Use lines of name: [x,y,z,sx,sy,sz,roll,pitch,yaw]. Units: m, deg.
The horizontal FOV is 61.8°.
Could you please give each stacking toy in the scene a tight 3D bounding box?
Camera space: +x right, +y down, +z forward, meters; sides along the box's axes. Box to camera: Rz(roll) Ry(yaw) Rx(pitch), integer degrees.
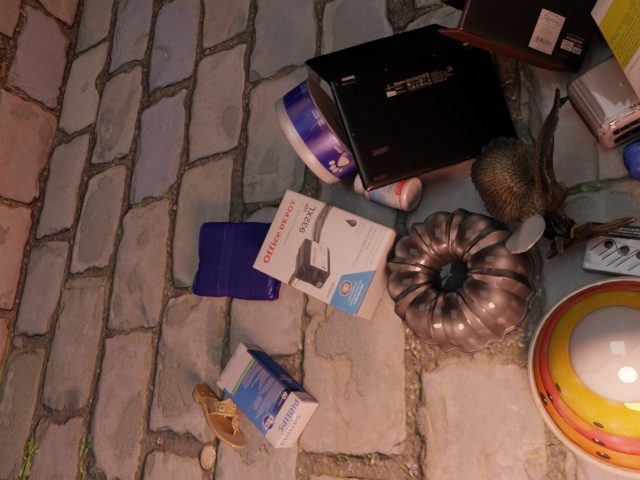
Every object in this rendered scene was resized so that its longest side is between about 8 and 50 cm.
stacking toy: [0.447,0.178,0.796,0.350,0.480,0.351,-12,66,30]

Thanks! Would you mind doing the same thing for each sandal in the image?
sandal: [-0.261,0.442,1.422,0.240,0.088,0.079,36,101,42]

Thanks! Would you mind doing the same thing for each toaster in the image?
toaster: [0.609,-0.291,1.078,0.227,0.129,0.146,-28,62,21]

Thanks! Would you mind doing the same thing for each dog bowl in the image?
dog bowl: [0.003,-0.282,1.393,0.104,0.265,0.265,-32,58,19]

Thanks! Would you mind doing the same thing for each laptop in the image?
laptop: [0.208,-0.352,1.323,0.382,0.236,0.408,-18,88,-5]

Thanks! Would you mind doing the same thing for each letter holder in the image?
letter holder: [0.413,-0.490,1.183,0.214,0.301,0.152,-125,49,-67]

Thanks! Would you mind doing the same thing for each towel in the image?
towel: [-0.233,0.058,1.556,0.308,0.076,0.228,0,81,33]

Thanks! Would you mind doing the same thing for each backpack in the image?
backpack: [0.649,-0.155,1.021,0.120,0.098,0.101,-11,71,29]

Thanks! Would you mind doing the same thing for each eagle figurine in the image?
eagle figurine: [0.437,-0.118,1.078,0.226,0.225,0.298,-27,80,15]

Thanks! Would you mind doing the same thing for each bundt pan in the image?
bundt pan: [0.285,0.077,1.166,0.330,0.124,0.331,-12,68,31]

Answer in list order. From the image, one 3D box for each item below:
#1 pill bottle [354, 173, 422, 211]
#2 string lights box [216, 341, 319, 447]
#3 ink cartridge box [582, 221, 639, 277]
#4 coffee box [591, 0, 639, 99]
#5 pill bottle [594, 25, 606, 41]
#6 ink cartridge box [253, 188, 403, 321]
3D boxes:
pill bottle: [0.167,-0.131,1.340,0.160,0.087,0.087,18,84,36]
string lights box: [-0.141,0.390,1.366,0.259,0.076,0.133,34,94,37]
ink cartridge box: [0.617,0.026,1.009,0.207,0.046,0.097,10,80,36]
coffee box: [0.713,-0.400,0.840,0.337,0.338,0.334,-10,65,-4]
pill bottle: [0.634,-0.469,1.162,0.067,0.067,0.120,-43,55,14]
ink cartridge box: [0.019,0.032,1.325,0.307,0.129,0.223,23,88,27]
